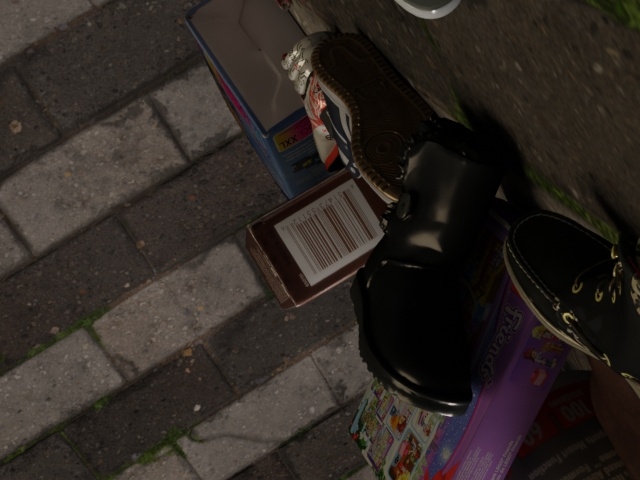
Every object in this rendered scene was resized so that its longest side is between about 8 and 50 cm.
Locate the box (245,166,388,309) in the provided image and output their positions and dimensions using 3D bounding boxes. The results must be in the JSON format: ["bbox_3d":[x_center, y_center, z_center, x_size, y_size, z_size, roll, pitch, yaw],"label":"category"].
[{"bbox_3d":[0.000,0.000,1.724,0.143,0.191,0.381,58,174,3],"label":"box"}]

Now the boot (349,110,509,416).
[{"bbox_3d":[0.106,0.011,1.042,0.094,0.207,0.246,14,-157,-16],"label":"boot"}]

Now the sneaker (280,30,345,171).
[{"bbox_3d":[0.015,-0.193,1.582,0.145,0.090,0.270,62,177,11],"label":"sneaker"}]

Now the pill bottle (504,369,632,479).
[{"bbox_3d":[0.292,0.318,1.091,0.363,0.210,0.210,55,175,36],"label":"pill bottle"}]

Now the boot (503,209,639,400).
[{"bbox_3d":[0.208,0.025,0.771,0.236,0.085,0.179,48,170,33],"label":"boot"}]

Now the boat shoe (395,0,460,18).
[{"bbox_3d":[0.059,-0.226,0.881,0.183,0.065,0.083,63,-179,26],"label":"boat shoe"}]

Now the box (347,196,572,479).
[{"bbox_3d":[0.137,0.118,1.102,0.057,0.293,0.201,17,-164,-24],"label":"box"}]

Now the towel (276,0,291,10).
[{"bbox_3d":[-0.103,-0.427,1.644,0.144,0.029,0.197,57,177,25],"label":"towel"}]

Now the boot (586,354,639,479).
[{"bbox_3d":[0.280,0.167,0.908,0.207,0.090,0.248,58,-179,-39],"label":"boot"}]

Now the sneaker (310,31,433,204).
[{"bbox_3d":[0.078,-0.103,1.318,0.153,0.099,0.282,69,176,-48],"label":"sneaker"}]

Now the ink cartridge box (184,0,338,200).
[{"bbox_3d":[-0.061,-0.219,1.926,0.270,0.151,0.395,57,178,22],"label":"ink cartridge box"}]
